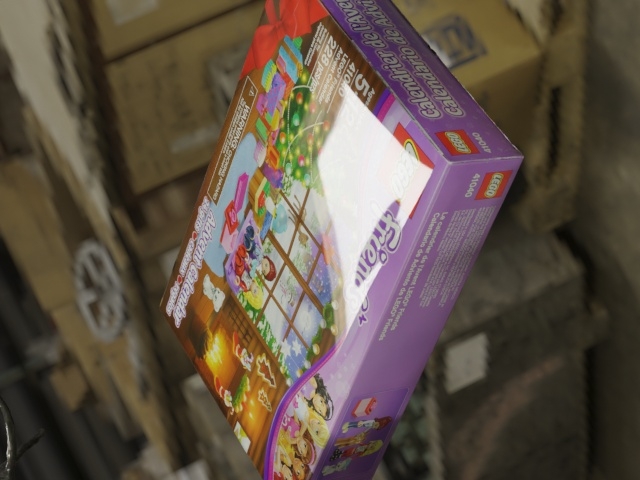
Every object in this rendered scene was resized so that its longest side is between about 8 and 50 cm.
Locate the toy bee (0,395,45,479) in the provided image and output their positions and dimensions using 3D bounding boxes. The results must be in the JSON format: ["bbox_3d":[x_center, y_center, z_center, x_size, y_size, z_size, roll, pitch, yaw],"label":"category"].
[{"bbox_3d":[-0.159,0.241,0.828,0.195,0.298,0.162,25,163,16],"label":"toy bee"}]

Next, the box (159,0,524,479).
[{"bbox_3d":[0.000,0.000,1.121,0.201,0.057,0.293,54,137,37],"label":"box"}]
